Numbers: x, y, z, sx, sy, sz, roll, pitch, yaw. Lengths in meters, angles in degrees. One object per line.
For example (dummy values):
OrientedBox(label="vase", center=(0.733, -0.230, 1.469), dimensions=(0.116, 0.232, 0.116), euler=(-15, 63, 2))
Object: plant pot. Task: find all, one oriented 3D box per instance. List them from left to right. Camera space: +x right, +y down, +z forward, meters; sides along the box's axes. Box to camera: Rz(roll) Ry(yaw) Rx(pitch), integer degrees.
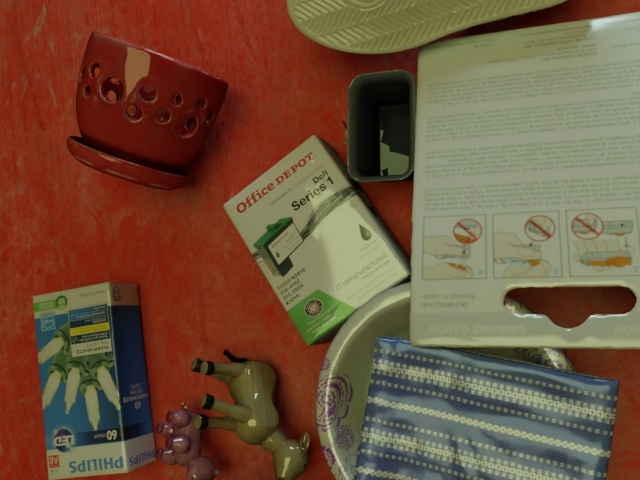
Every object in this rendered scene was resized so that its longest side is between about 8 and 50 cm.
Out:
OrientedBox(label="plant pot", center=(-0.240, -0.169, 0.904), dimensions=(0.191, 0.191, 0.174), euler=(21, 96, 20))

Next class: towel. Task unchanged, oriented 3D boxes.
OrientedBox(label="towel", center=(0.140, 0.278, 0.652), dimensions=(0.243, 0.040, 0.336), euler=(9, 88, 19))

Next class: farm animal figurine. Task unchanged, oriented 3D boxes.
OrientedBox(label="farm animal figurine", center=(-0.095, 0.333, 0.806), dimensions=(0.327, 0.172, 0.330), euler=(24, 93, 61))

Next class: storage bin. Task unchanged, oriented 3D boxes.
OrientedBox(label="storage bin", center=(0.082, -0.133, 0.840), dimensions=(0.098, 0.091, 0.135), euler=(-2, 83, 21))

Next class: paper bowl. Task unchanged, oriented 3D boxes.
OrientedBox(label="paper bowl", center=(0.147, 0.187, 0.755), dimensions=(0.284, 0.148, 0.284), euler=(-2, 84, 18))

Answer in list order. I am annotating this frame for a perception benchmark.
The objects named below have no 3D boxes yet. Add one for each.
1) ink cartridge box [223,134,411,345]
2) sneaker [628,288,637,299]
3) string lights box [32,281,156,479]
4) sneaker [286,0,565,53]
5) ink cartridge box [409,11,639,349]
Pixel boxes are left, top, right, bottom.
OrientedBox(label="ink cartridge box", center=(0.000, 0.000, 0.854), dimensions=(0.160, 0.092, 0.219), euler=(-37, 75, 12))
OrientedBox(label="sneaker", center=(0.318, 0.010, 0.750), dimensions=(0.217, 0.079, 0.121), euler=(-9, 80, 17))
OrientedBox(label="string lights box", center=(-0.324, 0.198, 0.953), dimensions=(0.133, 0.077, 0.259), euler=(-11, 81, 16))
OrientedBox(label="sneaker", center=(0.137, -0.310, 0.804), dimensions=(0.350, 0.148, 0.131), euler=(-4, 114, 10))
OrientedBox(label="ink cartridge box", center=(0.258, -0.062, 0.717), dimensions=(0.308, 0.091, 0.385), euler=(-2, 66, 18))
